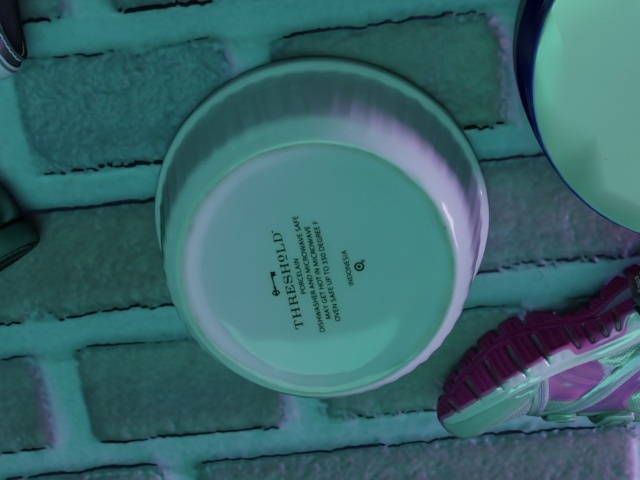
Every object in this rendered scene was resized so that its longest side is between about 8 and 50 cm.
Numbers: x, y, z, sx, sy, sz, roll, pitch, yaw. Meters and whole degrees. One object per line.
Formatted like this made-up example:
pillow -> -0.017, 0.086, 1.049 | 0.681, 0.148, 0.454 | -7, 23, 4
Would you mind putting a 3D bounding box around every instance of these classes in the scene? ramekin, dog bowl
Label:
ramekin -> 0.000, 0.000, 1.037 | 0.273, 0.127, 0.272 | 0, 113, 1
dog bowl -> 0.280, -0.135, 0.985 | 0.265, 0.104, 0.264 | 1, 113, 2

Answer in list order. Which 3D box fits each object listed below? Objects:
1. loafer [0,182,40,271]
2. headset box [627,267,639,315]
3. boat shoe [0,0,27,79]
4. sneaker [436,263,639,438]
loafer -> -0.360, 0.034, 1.096 | 0.268, 0.096, 0.084 | -30, 89, 6
headset box -> 0.276, 0.038, 0.992 | 0.083, 0.032, 0.062 | -31, 121, 23
boat shoe -> -0.251, -0.234, 0.981 | 0.076, 0.080, 0.228 | -13, 104, 9
sneaker -> 0.219, 0.112, 1.090 | 0.252, 0.103, 0.111 | -25, 108, 12
